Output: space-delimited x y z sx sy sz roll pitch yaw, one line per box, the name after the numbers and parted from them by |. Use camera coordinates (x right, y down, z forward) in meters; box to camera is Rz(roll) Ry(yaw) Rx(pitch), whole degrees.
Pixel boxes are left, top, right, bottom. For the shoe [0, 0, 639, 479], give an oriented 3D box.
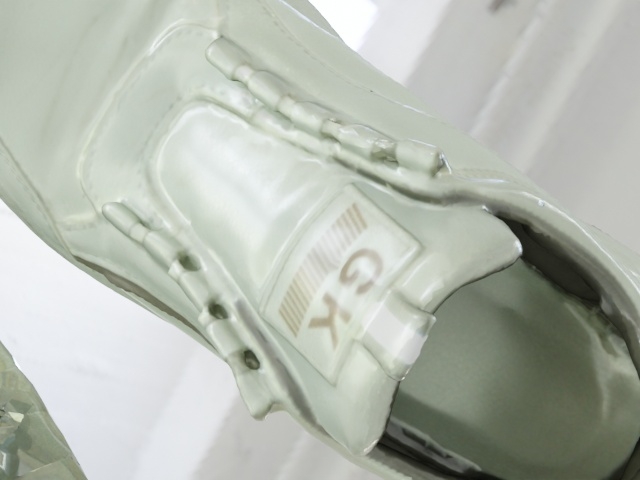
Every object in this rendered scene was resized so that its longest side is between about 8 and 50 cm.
0.000 0.000 0.565 0.316 0.159 0.124 31 -80 -10 | shoe

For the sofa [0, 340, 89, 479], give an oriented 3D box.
-0.201 0.167 0.821 0.210 0.176 0.225 -25 -24 -25 | sofa
